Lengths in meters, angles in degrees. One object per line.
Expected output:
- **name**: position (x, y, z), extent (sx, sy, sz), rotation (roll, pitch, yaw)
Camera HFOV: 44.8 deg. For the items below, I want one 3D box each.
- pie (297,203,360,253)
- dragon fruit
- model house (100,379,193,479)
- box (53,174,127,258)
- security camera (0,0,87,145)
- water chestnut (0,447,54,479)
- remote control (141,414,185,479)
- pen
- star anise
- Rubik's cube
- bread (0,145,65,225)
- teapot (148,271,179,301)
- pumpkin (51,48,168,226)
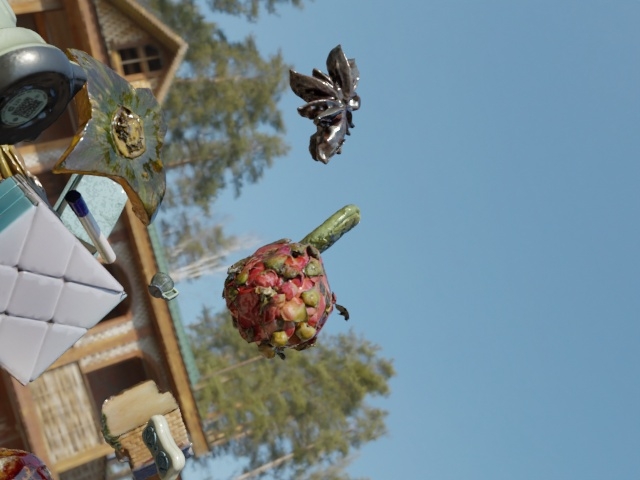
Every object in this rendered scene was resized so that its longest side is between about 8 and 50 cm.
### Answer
- **pie**: position (0.000, 0.000, 2.061), extent (0.078, 0.277, 0.277), rotation (54, -28, -2)
- **dragon fruit**: position (-0.087, 0.142, 1.754), extent (0.291, 0.250, 0.269), rotation (-98, 166, -70)
- **model house**: position (-0.378, 0.427, 1.704), extent (0.183, 0.166, 0.172), rotation (33, -36, 61)
- **box**: position (-0.615, -0.073, 2.057), extent (0.130, 0.162, 0.227), rotation (-21, -138, 55)
- **security camera**: position (-0.546, -0.311, 1.248), extent (0.197, 0.191, 0.277), rotation (-42, -103, 15)
- **water chestnut**: position (-0.563, 0.499, 1.310), extent (0.289, 0.244, 0.289), rotation (9, -77, 40)
- **remote control**: position (-0.300, 0.394, 1.475), extent (0.122, 0.032, 0.074), rotation (53, -54, 33)
- **pen**: position (-0.481, -0.022, 1.641), extent (0.033, 0.033, 0.269), rotation (58, -13, 27)
- **star anise**: position (0.022, -0.286, 1.648), extent (0.129, 0.283, 0.212), rotation (9, -23, 26)
- **Rubik's cube**: position (-0.497, 0.059, 1.280), extent (0.224, 0.231, 0.221), rotation (25, -25, 53)
- **bread**: position (-0.698, -0.061, 1.701), extent (0.277, 0.167, 0.324), rotation (60, -26, -5)
- **teapot**: position (-0.437, 0.134, 2.150), extent (0.088, 0.057, 0.066), rotation (36, -51, -2)
- **pumpkin**: position (-0.389, -0.193, 1.497), extent (0.095, 0.290, 0.258), rotation (-5, -109, 27)
